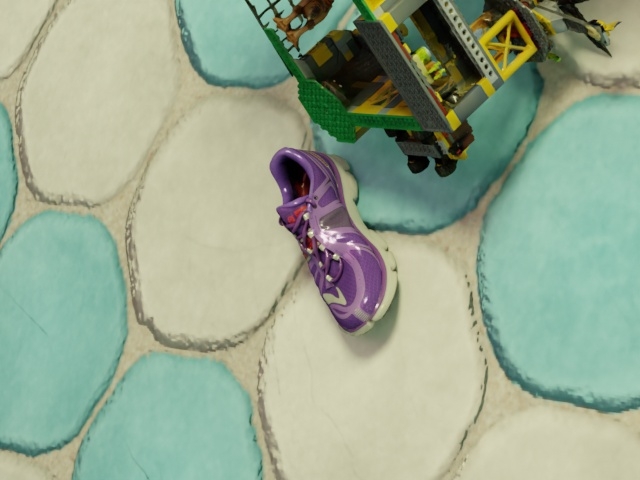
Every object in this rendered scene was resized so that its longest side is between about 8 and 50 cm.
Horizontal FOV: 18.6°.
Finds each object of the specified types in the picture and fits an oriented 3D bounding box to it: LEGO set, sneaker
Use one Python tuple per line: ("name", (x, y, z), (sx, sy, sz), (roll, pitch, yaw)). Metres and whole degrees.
("LEGO set", (0.049, -0.230, 1.372), (0.192, 0.331, 0.255), (-43, 16, -19))
("sneaker", (0.000, 0.000, 1.470), (0.068, 0.071, 0.170), (-44, 51, 26))
